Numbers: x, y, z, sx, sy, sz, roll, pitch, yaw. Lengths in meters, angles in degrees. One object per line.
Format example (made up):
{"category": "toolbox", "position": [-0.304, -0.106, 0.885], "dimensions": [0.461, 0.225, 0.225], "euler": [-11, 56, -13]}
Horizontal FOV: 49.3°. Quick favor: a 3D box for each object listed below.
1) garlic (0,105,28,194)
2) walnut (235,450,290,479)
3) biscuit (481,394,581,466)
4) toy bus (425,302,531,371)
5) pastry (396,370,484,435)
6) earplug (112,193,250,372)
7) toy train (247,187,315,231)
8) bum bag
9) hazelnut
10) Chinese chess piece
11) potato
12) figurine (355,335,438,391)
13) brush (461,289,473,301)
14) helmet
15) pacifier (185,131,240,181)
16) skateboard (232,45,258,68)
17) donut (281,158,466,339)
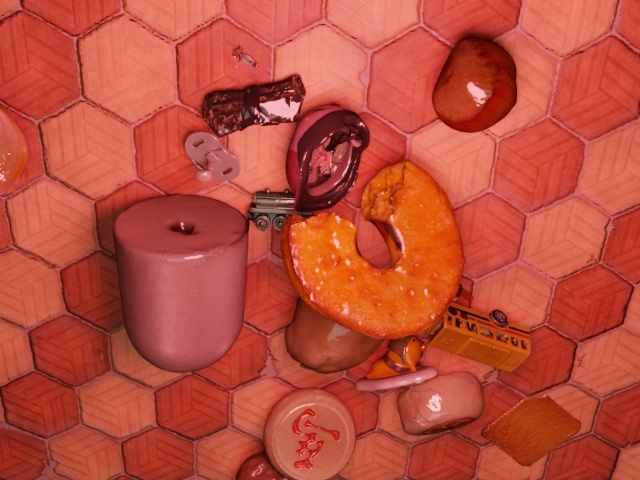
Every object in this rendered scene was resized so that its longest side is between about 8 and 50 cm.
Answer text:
{"category": "garlic", "position": [-0.762, -0.210, 1.601], "dimensions": [0.145, 0.164, 0.244], "euler": [20, 111, 7]}
{"category": "walnut", "position": [-0.138, 0.764, 2.086], "dimensions": [0.273, 0.227, 0.273], "euler": [2, 119, 3]}
{"category": "biscuit", "position": [0.646, 0.578, 2.131], "dimensions": [0.232, 0.013, 0.237], "euler": [39, 109, -19]}
{"category": "toy bus", "position": [0.393, 0.245, 1.872], "dimensions": [0.336, 0.123, 0.121], "euler": [19, 136, -11]}
{"category": "pastry", "position": [0.334, 0.461, 1.949], "dimensions": [0.265, 0.133, 0.265], "euler": [-12, 157, -5]}
{"category": "earplug", "position": [-0.329, 0.124, 1.706], "dimensions": [0.313, 0.312, 0.394], "euler": [2, 119, -3]}
{"category": "toy train", "position": [-0.097, -0.081, 1.741], "dimensions": [0.171, 0.071, 0.111], "euler": [3, 108, -2]}
{"category": "bum bag", "position": [-0.152, -0.309, 1.617], "dimensions": [0.248, 0.069, 0.102], "euler": [-11, 81, 6]}
{"category": "hazelnut", "position": [0.355, -0.339, 1.555], "dimensions": [0.210, 0.186, 0.210], "euler": [0, 100, 3]}
{"category": "Chinese chess piece", "position": [-0.028, 0.556, 1.990], "dimensions": [0.273, 0.102, 0.273], "euler": [0, 88, -12]}
{"category": "potato", "position": [0.056, 0.195, 1.800], "dimensions": [0.243, 0.221, 0.326], "euler": [18, 102, -19]}
{"category": "figurine", "position": [0.194, 0.330, 1.938], "dimensions": [0.250, 0.166, 0.141], "euler": [-17, 88, 26]}
{"category": "brush", "position": [0.361, 0.127, 1.857], "dimensions": [0.170, 0.014, 0.043], "euler": [32, 80, -41]}
{"category": "helmet", "position": [-0.001, -0.205, 1.631], "dimensions": [0.198, 0.154, 0.253], "euler": [-7, 142, -45]}
{"category": "pacifier", "position": [-0.269, -0.182, 1.657], "dimensions": [0.127, 0.116, 0.150], "euler": [-16, 128, 36]}
{"category": "skateboard", "position": [-0.167, -0.399, 1.562], "dimensions": [0.064, 0.083, 0.032], "euler": [34, 111, -18]}
{"category": "donut", "position": [0.118, 0.045, 1.612], "dimensions": [0.435, 0.163, 0.377], "euler": [-22, 92, -25]}
